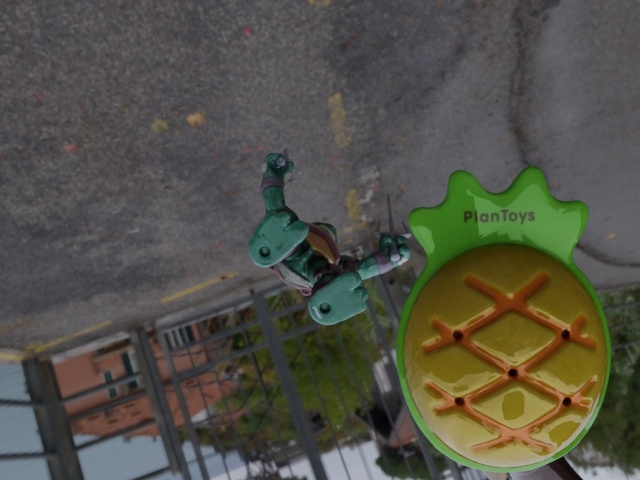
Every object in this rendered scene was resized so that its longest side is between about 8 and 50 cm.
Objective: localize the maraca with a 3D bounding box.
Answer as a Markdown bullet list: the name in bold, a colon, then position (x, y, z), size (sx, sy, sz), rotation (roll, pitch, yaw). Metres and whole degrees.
- **maraca**: position (0.109, 0.049, 0.447), size (0.127, 0.185, 0.099), rotation (-3, -176, 3)

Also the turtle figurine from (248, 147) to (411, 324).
- **turtle figurine**: position (0.000, 0.000, 0.740), size (0.118, 0.175, 0.234), rotation (-63, -179, 16)

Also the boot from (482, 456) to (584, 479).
- **boot**: position (0.292, 0.283, 0.885), size (0.090, 0.207, 0.248), rotation (-49, 166, -21)
